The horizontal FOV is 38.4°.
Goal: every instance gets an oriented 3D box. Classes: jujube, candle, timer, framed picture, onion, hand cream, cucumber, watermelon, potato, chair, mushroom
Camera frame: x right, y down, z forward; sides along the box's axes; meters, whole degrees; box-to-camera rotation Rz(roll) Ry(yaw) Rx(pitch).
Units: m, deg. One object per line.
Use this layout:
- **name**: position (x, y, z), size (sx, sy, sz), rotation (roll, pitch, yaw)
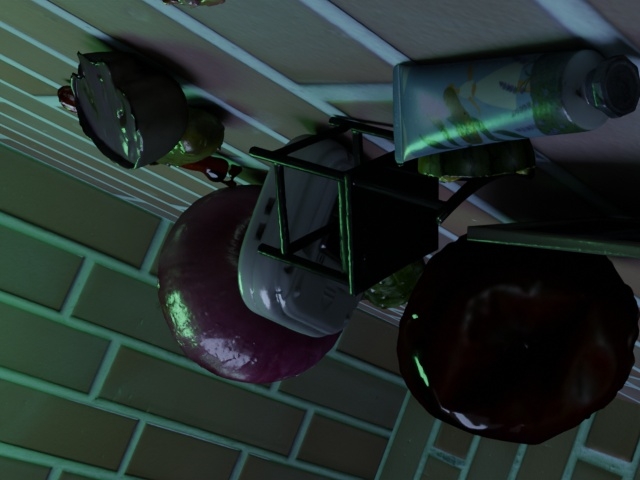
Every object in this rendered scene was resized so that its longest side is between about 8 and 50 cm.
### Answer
- **jujube**: position (0.231, 0.093, 1.055), size (0.258, 0.258, 0.376), rotation (19, -158, 16)
- **candle**: position (-0.275, -0.168, 1.506), size (0.329, 0.048, 0.051), rotation (25, 180, -25)
- **timer**: position (-0.001, 0.000, 1.186), size (0.087, 0.237, 0.262), rotation (17, 172, 27)
- **framed picture**: position (0.292, 0.000, 0.872), size (0.189, 0.023, 0.260), rotation (-5, -173, -30)
- **onion**: position (-0.092, 0.080, 1.606), size (0.345, 0.358, 0.358), rotation (13, 169, 44)
- **hand cream**: position (0.132, -0.104, 0.709), size (0.055, 0.088, 0.256), rotation (-9, -173, -30)
- **cucumber**: position (0.104, 0.029, 1.575), size (0.134, 0.134, 0.244), rotation (19, 168, 18)
- **watermelon**: position (0.136, -0.086, 0.811), size (0.105, 0.062, 0.105), rotation (-5, -162, 2)
- **potato**: position (-0.189, -0.147, 1.278), size (0.105, 0.085, 0.188), rotation (-17, -171, -21)
- **chair**: position (0.069, -0.034, 0.948), size (0.260, 0.141, 0.154), rotation (20, -146, 40)
- **mushroom**: position (-0.231, -0.167, 1.149), size (0.117, 0.141, 0.188), rotation (-16, -155, -38)

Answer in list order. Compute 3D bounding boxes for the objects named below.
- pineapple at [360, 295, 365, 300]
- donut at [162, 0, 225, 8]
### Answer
- **pineapple**: position (0.111, 0.073, 1.912), size (0.130, 0.119, 0.277), rotation (4, 177, -9)
- **donut**: position (-0.123, -0.216, 0.633), size (0.174, 0.068, 0.174), rotation (21, 172, 3)
